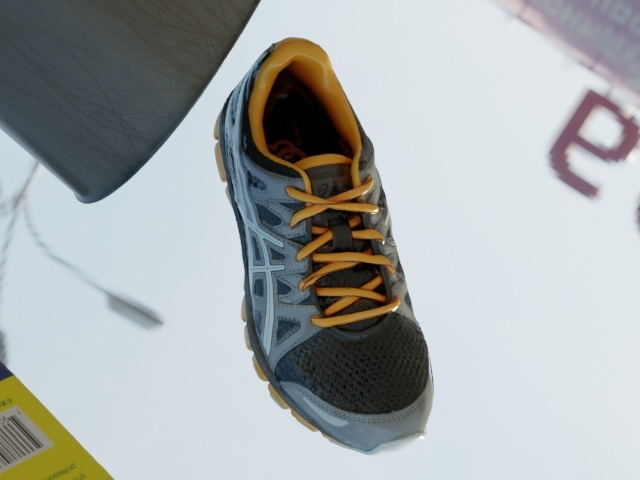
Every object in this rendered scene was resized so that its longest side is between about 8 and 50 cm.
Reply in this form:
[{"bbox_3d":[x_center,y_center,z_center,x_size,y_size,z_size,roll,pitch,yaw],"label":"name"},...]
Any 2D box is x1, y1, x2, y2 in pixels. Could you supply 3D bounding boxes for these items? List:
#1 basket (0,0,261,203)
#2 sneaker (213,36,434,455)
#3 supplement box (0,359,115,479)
[{"bbox_3d":[-0.143,-0.161,0.788,0.227,0.204,0.154,33,172,-23],"label":"basket"},{"bbox_3d":[0.000,0.000,0.867,0.084,0.083,0.215,-13,-114,-19],"label":"sneaker"},{"bbox_3d":[-0.214,0.289,1.289,0.356,0.194,0.195,43,-149,14],"label":"supplement box"}]
